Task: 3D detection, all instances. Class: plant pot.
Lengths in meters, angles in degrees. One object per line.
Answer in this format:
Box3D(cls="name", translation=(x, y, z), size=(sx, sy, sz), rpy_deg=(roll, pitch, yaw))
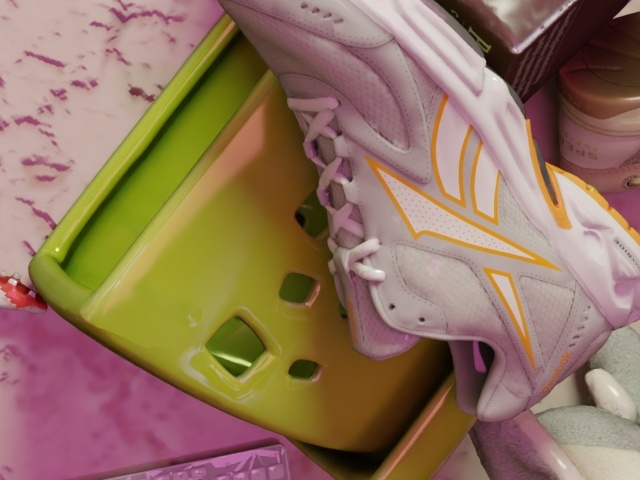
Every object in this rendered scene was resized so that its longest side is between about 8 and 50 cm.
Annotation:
Box3D(cls="plant pot", translation=(0.000, 0.000, 0.752), size=(0.207, 0.228, 0.227), rpy_deg=(39, 83, -18))

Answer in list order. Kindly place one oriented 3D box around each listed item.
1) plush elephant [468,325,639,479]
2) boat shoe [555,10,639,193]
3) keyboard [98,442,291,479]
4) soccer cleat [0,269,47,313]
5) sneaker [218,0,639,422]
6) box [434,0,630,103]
Box3D(cls="plush elephant", translation=(0.220, 0.136, 0.808), size=(0.255, 0.272, 0.330), rpy_deg=(13, 50, 22))
Box3D(cls="boat shoe", translation=(0.289, -0.103, 0.879), size=(0.302, 0.109, 0.098), rpy_deg=(-16, 133, -11))
Box3D(cls="keyboard", translation=(-0.140, 0.179, 0.828), size=(0.256, 0.014, 0.072), rpy_deg=(-10, 94, -12))
Box3D(cls="soccer cleat", translation=(-0.199, 0.030, 0.804), size=(0.083, 0.029, 0.036), rpy_deg=(22, 96, -9))
Box3D(cls="sneaker", translation=(0.035, -0.016, 0.596), size=(0.262, 0.099, 0.121), rpy_deg=(44, 85, -22))
Box3D(cls="box", translation=(0.081, -0.196, 0.762), size=(0.167, 0.168, 0.203), rpy_deg=(-43, 81, -9))
